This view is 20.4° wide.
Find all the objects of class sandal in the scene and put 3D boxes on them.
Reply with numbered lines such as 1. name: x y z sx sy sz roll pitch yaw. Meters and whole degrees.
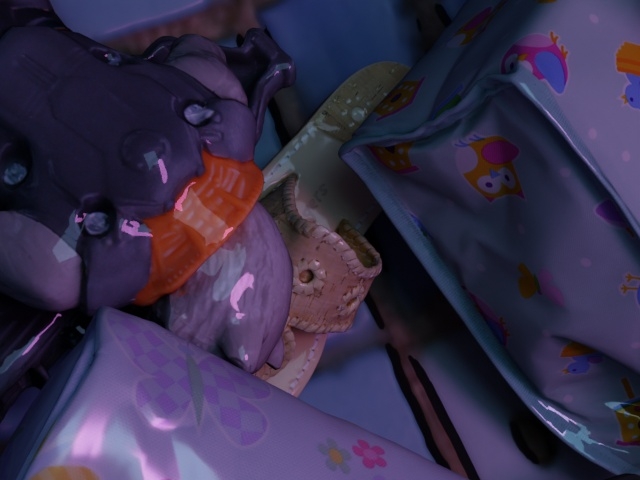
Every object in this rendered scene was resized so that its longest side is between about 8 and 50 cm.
1. sandal: -0.005 -0.004 0.867 0.088 0.079 0.240 36 65 -7

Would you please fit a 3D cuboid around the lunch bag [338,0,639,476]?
1. lunch bag: 0.172 -0.024 0.890 0.262 0.160 0.223 51 49 -13

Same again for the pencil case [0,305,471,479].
1. pencil case: 0.001 0.131 0.686 0.273 0.113 0.124 26 44 -11

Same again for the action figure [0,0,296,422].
1. action figure: -0.164 -0.022 0.764 0.330 0.178 0.341 31 69 1

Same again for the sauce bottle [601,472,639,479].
1. sauce bottle: 0.010 0.187 0.796 0.344 0.111 0.111 -13 78 -23
